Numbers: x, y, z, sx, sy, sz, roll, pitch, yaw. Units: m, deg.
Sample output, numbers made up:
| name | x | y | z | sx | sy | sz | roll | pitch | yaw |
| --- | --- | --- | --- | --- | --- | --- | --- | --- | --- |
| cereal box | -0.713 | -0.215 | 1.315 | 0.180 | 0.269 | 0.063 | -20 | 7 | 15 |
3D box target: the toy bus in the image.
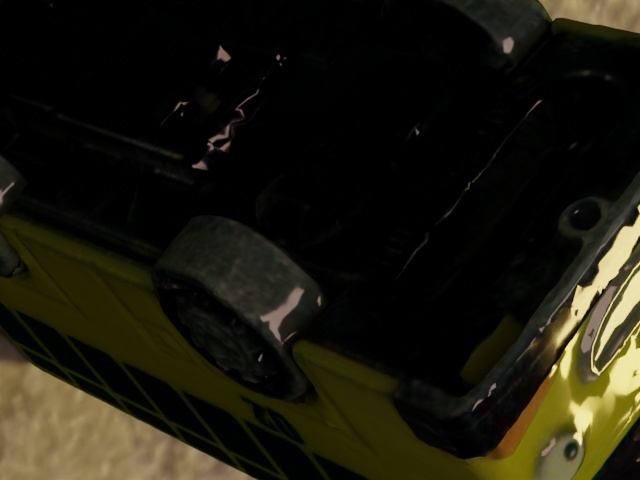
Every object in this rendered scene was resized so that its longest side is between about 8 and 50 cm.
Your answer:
| name | x | y | z | sx | sy | sz | roll | pitch | yaw |
| --- | --- | --- | --- | --- | --- | --- | --- | --- | --- |
| toy bus | 0.000 | 0.000 | 0.549 | 0.128 | 0.262 | 0.150 | -51 | 134 | -19 |
